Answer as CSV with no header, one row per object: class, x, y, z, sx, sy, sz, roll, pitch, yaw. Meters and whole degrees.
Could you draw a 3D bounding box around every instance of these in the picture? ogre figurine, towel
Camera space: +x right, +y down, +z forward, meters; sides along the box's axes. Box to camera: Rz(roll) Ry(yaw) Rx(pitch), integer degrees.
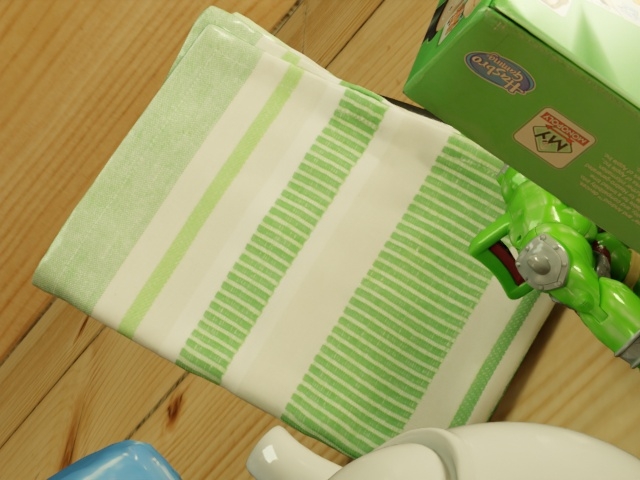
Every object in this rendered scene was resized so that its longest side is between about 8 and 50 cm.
ogre figurine,0.157,0.011,0.802,0.097,0.118,0.197,-40,22,40
towel,0.000,0.000,0.950,0.248,0.324,0.038,-59,-12,-15

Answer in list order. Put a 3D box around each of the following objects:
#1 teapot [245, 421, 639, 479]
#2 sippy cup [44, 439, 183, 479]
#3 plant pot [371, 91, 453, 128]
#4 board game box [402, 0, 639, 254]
teapot,0.055,0.178,0.629,0.256,0.187,0.253,-37,23,43
sippy cup,-0.116,0.243,0.770,0.240,0.224,0.305,-29,-1,6
plant pot,0.044,-0.008,1.076,0.188,0.167,0.187,-60,18,-23
board game box,0.194,-0.043,0.446,0.046,0.317,0.214,-41,20,51
